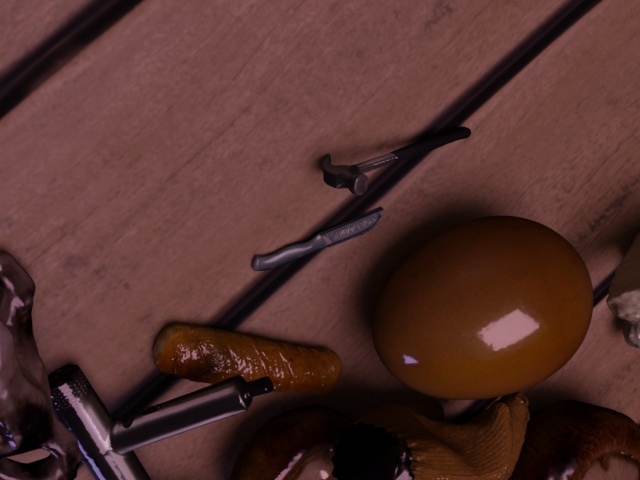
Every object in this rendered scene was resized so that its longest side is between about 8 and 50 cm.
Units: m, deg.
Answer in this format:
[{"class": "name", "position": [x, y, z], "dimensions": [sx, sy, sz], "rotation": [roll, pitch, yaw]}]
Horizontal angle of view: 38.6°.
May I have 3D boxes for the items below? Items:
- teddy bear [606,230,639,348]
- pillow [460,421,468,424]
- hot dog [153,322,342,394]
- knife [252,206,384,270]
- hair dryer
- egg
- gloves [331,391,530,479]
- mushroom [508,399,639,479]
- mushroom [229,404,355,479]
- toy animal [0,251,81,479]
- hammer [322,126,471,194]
[{"class": "teddy bear", "position": [0.656, 0.128, 1.489], "dimensions": [0.327, 0.375, 0.362], "rotation": [-22, 105, 30]}, {"class": "pillow", "position": [0.173, 0.453, 1.500], "dimensions": [0.228, 0.101, 0.326], "rotation": [-3, 113, -26]}, {"class": "hot dog", "position": [-0.093, 0.169, 1.280], "dimensions": [0.286, 0.061, 0.087], "rotation": [8, 95, -30]}, {"class": "knife", "position": [0.000, 0.001, 1.283], "dimensions": [0.210, 0.015, 0.028], "rotation": [-21, 112, -18]}, {"class": "hair dryer", "position": [-0.190, 0.299, 1.181], "dimensions": [0.284, 0.155, 0.320], "rotation": [-6, 117, 24]}, {"class": "egg", "position": [0.227, 0.098, 1.296], "dimensions": [0.323, 0.250, 0.250], "rotation": [-20, 118, -8]}, {"class": "gloves", "position": [0.170, 0.301, 1.298], "dimensions": [0.357, 0.203, 0.155], "rotation": [-7, 100, -44]}, {"class": "mushroom", "position": [0.435, 0.437, 1.521], "dimensions": [0.346, 0.260, 0.345], "rotation": [-24, 131, -31]}, {"class": "mushroom", "position": [-0.020, 0.359, 1.333], "dimensions": [0.253, 0.153, 0.253], "rotation": [-10, 113, -25]}, {"class": "toy animal", "position": [-0.459, 0.214, 1.038], "dimensions": [0.344, 0.194, 0.302], "rotation": [-20, 112, -12]}, {"class": "hammer", "position": [0.108, -0.120, 1.259], "dimensions": [0.246, 0.103, 0.029], "rotation": [-23, 119, -32]}]
